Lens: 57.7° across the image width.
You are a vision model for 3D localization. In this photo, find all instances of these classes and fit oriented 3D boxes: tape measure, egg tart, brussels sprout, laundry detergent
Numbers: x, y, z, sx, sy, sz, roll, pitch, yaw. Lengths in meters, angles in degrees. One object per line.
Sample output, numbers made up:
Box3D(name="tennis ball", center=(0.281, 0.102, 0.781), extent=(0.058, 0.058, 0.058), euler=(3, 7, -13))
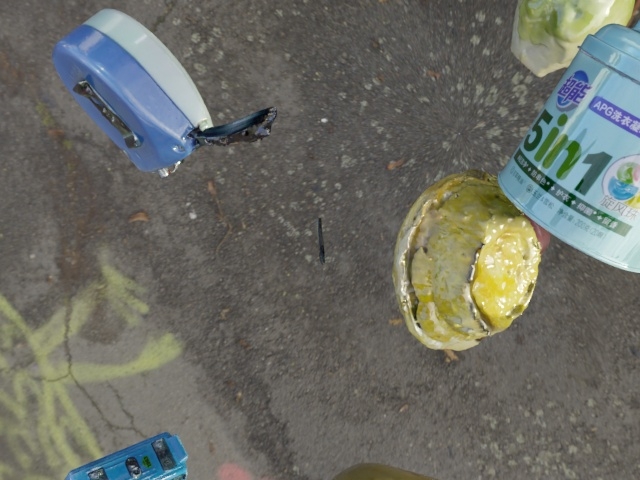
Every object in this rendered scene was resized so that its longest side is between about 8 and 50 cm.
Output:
Box3D(name="tape measure", center=(-0.200, -0.175, 0.686), extent=(0.098, 0.351, 0.215), euler=(-49, 113, -22))
Box3D(name="egg tart", center=(0.283, 0.047, 1.024), extent=(0.132, 0.345, 0.346), euler=(16, 108, 52))
Box3D(name="brussels sprout", center=(0.549, -0.525, 1.288), extent=(0.242, 0.274, 0.317), euler=(21, 102, -13))
Box3D(name="laundry detergent", center=(0.476, -0.156, 0.889), extent=(0.287, 0.287, 0.305), euler=(29, 119, 7))

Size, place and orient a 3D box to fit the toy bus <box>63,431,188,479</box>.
Box3D(name="toy bus", center=(-0.400, 0.497, 1.212), extent=(0.114, 0.246, 0.134), euler=(54, 133, 25))

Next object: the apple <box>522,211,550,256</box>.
Box3D(name="apple", center=(0.412, 0.009, 1.425), extent=(0.235, 0.305, 0.306), euler=(36, 107, 24))

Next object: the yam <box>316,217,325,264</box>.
Box3D(name="yam", center=(0.000, 0.000, 1.209), extent=(0.014, 0.014, 0.107), euler=(-11, 67, 15))

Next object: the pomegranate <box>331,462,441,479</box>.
Box3D(name="pomegranate", center=(0.100, 0.474, 0.840), extent=(0.332, 0.332, 0.333), euler=(2, 101, 13))
